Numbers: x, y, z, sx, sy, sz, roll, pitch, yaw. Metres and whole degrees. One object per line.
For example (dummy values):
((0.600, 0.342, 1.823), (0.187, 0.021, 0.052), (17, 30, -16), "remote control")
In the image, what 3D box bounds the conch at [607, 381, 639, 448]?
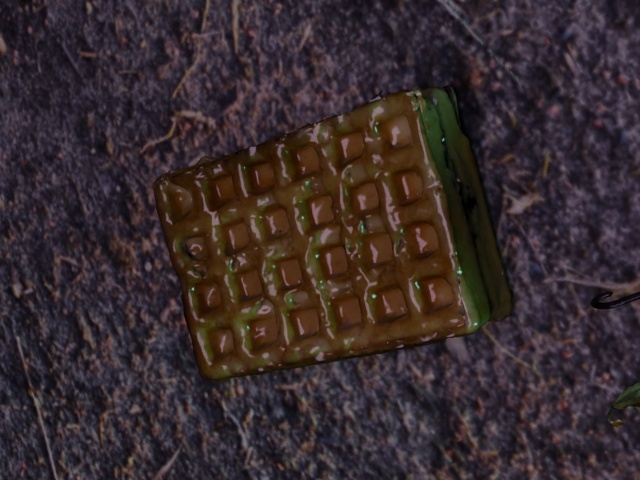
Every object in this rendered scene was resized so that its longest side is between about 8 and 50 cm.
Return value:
((0.317, 0.128, 0.952), (0.250, 0.137, 0.143), (-42, 75, 32), "conch")

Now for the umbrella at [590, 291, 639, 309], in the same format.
((0.330, 0.008, 0.994), (0.269, 0.044, 0.044), (-20, 61, 26), "umbrella")

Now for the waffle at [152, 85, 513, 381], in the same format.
((0.001, 0.000, 1.178), (0.308, 0.091, 0.212), (-15, 89, 34), "waffle")
